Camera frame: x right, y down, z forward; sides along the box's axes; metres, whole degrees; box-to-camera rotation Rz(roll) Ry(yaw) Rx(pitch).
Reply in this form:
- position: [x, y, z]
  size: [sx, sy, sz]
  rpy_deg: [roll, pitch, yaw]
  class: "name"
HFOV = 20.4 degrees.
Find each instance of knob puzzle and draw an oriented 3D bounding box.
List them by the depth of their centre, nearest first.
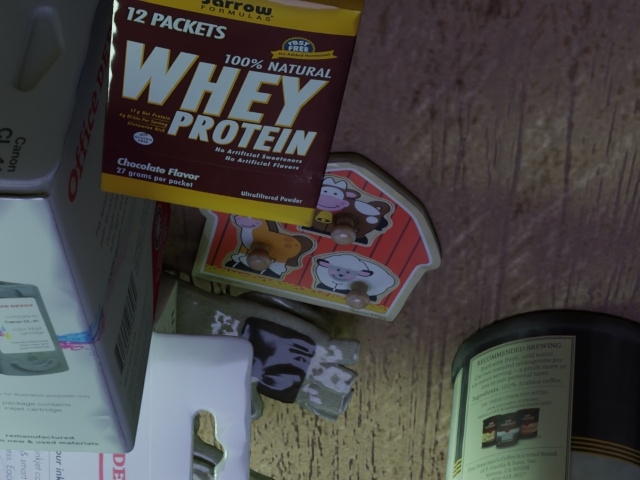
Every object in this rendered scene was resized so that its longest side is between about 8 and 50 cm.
- position: [0.000, 0.000, 1.358]
  size: [0.213, 0.030, 0.213]
  rpy_deg: [6, 145, 4]
  class: "knob puzzle"

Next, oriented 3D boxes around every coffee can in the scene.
- position: [0.195, 0.226, 1.423]
  size: [0.201, 0.275, 0.201]
  rpy_deg: [6, 146, 4]
  class: "coffee can"

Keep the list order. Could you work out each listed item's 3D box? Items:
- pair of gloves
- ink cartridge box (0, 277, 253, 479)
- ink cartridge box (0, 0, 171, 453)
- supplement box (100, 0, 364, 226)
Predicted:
- position: [-0.084, 0.145, 1.486]
  size: [0.204, 0.042, 0.240]
  rpy_deg: [15, 110, -3]
  class: "pair of gloves"
- position: [-0.223, 0.135, 1.403]
  size: [0.353, 0.119, 0.207]
  rpy_deg: [4, 108, 4]
  class: "ink cartridge box"
- position: [-0.191, -0.027, 1.189]
  size: [0.131, 0.226, 0.306]
  rpy_deg: [2, 143, 7]
  class: "ink cartridge box"
- position: [-0.043, -0.147, 1.017]
  size: [0.129, 0.191, 0.194]
  rpy_deg: [10, 144, -3]
  class: "supplement box"
